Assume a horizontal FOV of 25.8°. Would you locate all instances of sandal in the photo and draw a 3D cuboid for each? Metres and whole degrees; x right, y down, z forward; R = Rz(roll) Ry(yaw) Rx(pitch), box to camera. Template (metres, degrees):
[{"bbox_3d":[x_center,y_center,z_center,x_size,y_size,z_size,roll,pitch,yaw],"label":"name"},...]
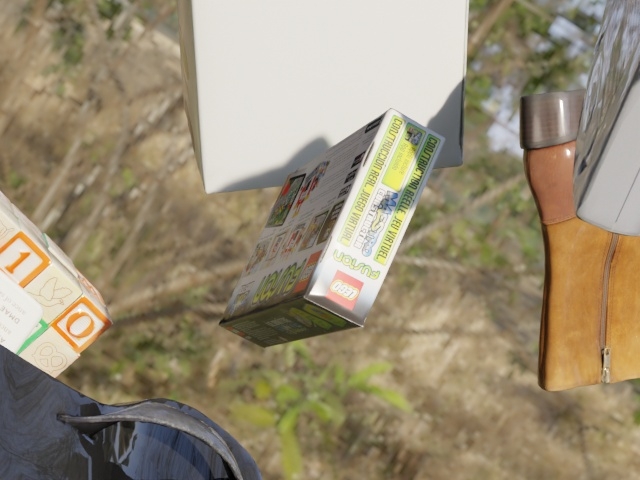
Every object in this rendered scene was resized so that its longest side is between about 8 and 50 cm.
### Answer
[{"bbox_3d":[-0.078,0.097,0.520,0.054,0.097,0.254,-6,-18,23],"label":"sandal"}]

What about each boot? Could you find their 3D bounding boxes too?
[{"bbox_3d":[0.310,-0.008,1.312,0.264,0.280,0.096,-10,6,-32],"label":"boot"}]

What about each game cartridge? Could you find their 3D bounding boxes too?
[{"bbox_3d":[0.221,-0.140,0.907,0.060,0.196,0.294,22,38,0],"label":"game cartridge"}]

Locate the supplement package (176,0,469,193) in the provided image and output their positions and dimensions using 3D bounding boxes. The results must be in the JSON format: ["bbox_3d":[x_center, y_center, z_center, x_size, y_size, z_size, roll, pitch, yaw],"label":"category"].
[{"bbox_3d":[-0.004,-0.189,1.041,0.204,0.262,0.145,-7,33,-9],"label":"supplement package"}]

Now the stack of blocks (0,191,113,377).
[{"bbox_3d":[-0.354,0.020,1.271,0.297,0.171,0.087,48,0,-25],"label":"stack of blocks"}]

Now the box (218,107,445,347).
[{"bbox_3d":[0.000,0.000,0.815,0.036,0.114,0.207,27,-13,-12],"label":"box"}]

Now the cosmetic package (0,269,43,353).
[{"bbox_3d":[-0.338,0.082,1.039,0.151,0.184,0.151,44,-29,-22],"label":"cosmetic package"}]
